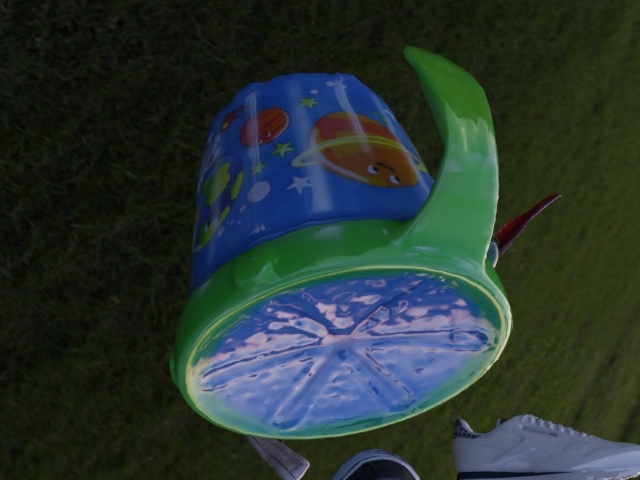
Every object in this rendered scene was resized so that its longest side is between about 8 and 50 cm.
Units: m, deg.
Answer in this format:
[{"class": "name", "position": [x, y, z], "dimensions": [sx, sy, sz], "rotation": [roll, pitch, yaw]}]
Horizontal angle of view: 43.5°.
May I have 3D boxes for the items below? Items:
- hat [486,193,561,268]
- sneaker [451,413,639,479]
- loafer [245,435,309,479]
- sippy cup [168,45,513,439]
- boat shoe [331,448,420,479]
[{"class": "hat", "position": [0.237, 0.033, 1.098], "dimensions": [0.173, 0.183, 0.208], "rotation": [4, 88, -76]}, {"class": "sneaker", "position": [0.276, 0.255, 0.976], "dimensions": [0.090, 0.235, 0.095], "rotation": [51, 36, -59]}, {"class": "loafer", "position": [-0.058, 0.282, 1.072], "dimensions": [0.039, 0.125, 0.045], "rotation": [-38, 125, -16]}, {"class": "sippy cup", "position": [0.000, 0.000, 0.612], "dimensions": [0.305, 0.224, 0.240], "rotation": [-23, 140, 12]}, {"class": "boat shoe", "position": [-0.003, 0.232, 0.481], "dimensions": [0.070, 0.078, 0.219], "rotation": [-58, 171, -89]}]
